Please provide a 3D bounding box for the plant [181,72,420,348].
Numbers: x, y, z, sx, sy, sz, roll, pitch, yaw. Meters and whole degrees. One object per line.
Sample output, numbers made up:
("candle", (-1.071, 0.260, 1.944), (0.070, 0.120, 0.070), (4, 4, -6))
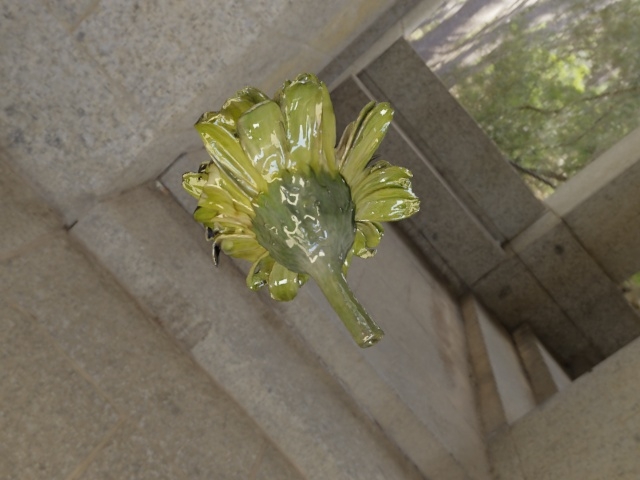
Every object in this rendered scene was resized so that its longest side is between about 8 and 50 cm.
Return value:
("plant", (-0.035, -0.010, 0.745), (0.306, 0.261, 0.297), (30, 56, -48))
